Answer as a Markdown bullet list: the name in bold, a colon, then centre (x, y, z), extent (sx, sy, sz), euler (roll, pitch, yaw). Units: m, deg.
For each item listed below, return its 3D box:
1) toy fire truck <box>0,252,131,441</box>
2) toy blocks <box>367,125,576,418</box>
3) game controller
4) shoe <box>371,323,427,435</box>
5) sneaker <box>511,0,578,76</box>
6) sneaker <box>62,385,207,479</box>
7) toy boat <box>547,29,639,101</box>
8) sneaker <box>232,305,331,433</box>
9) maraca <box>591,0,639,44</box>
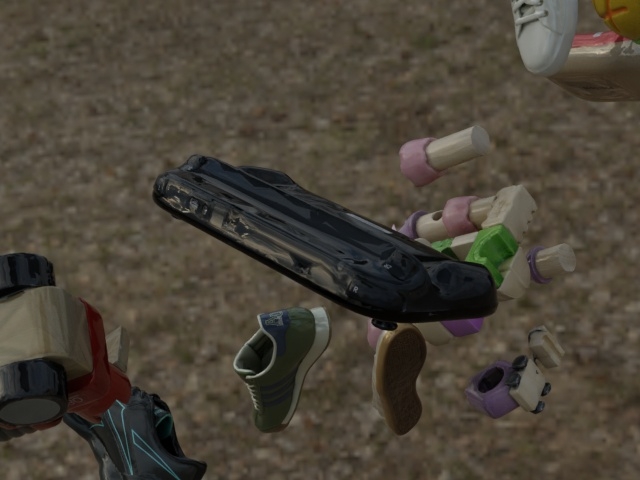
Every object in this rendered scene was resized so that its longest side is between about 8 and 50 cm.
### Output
- **toy fire truck**: centre (-0.249, 0.115, 1.120), extent (0.217, 0.246, 0.158), euler (-21, 60, 13)
- **toy blocks**: centre (0.153, 0.058, 1.909), extent (0.260, 0.309, 0.288), euler (-19, 31, 43)
- **game controller**: centre (0.000, 0.000, 1.193), extent (0.166, 0.067, 0.319), euler (11, 12, -47)
- **shoe**: centre (0.089, 0.168, 1.772), extent (0.076, 0.219, 0.058), euler (-33, 55, -22)
- **sneaker**: centre (0.272, -0.367, 1.905), extent (0.123, 0.290, 0.106), euler (3, -9, -34)
- **sneaker**: centre (-0.227, 0.198, 1.592), extent (0.267, 0.106, 0.101), euler (52, 11, 18)
- **toy boat**: centre (0.451, -0.298, 2.117), extent (0.151, 0.151, 0.231), euler (25, -10, -34)
- **sneaker**: centre (-0.060, 0.141, 1.538), extent (0.086, 0.192, 0.064), euler (3, 44, -27)
- **maraca**: centre (0.378, -0.327, 1.725), extent (0.099, 0.127, 0.185), euler (-8, 60, -7)
